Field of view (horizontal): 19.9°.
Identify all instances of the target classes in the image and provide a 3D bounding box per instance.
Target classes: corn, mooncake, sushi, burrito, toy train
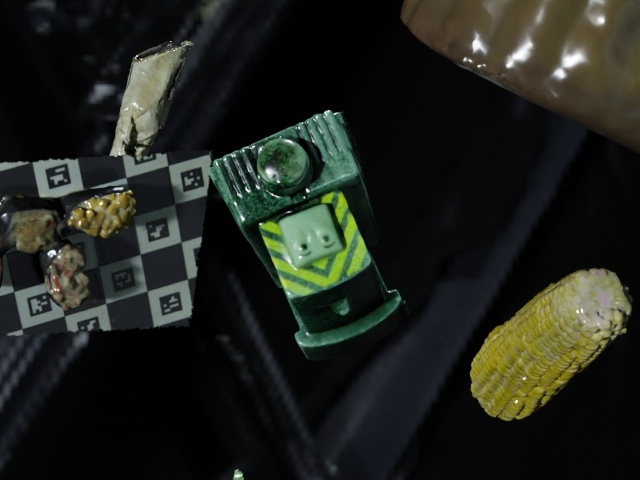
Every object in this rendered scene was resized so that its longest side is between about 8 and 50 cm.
[{"bbox_3d":[0.205,0.097,1.674,0.288,0.086,0.086,123,171,-64],"label":"corn"},{"bbox_3d":[0.245,-0.209,1.666,0.324,0.324,0.187,14,-74,-55],"label":"mooncake"},{"bbox_3d":[-0.236,0.012,1.728,0.279,0.043,0.192,-2,-65,-24],"label":"sushi"},{"bbox_3d":[-0.184,-0.151,1.935,0.055,0.041,0.149,22,-94,-29],"label":"burrito"},{"bbox_3d":[0.000,0.000,1.720,0.330,0.138,0.178,65,-178,-76],"label":"toy train"}]

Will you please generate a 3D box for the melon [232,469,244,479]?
[{"bbox_3d":[-0.179,0.295,1.785,0.262,0.053,0.114,-26,-92,-32],"label":"melon"}]
